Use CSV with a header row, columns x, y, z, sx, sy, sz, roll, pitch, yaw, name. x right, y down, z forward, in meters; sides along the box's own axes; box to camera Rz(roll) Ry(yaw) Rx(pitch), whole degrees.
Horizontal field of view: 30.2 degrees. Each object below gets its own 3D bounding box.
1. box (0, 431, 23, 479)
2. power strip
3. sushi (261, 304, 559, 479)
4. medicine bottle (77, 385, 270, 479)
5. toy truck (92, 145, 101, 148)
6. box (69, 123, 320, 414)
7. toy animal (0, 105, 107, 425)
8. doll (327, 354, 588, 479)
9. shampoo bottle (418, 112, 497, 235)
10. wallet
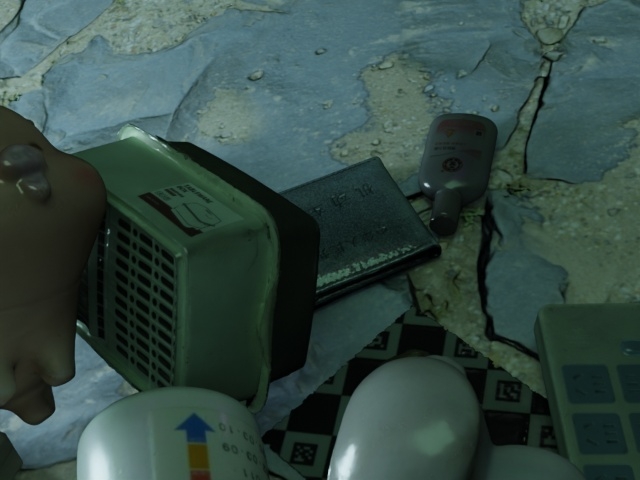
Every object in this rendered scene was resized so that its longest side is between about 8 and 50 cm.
x,y,z,sx,sy,sz,roll,pitch,yaw,name
-0.399,0.257,1.133,0.141,0.058,0.201,16,55,23,box
0.273,0.161,1.094,0.118,0.046,0.270,-2,48,-1,power strip
0.093,0.171,1.125,0.219,0.047,0.231,-39,54,-22,sushi
-0.113,0.279,0.985,0.170,0.170,0.293,-13,47,-1,medicine bottle
-0.239,-0.033,1.357,0.078,0.080,0.154,-42,41,19,toy truck
-0.138,0.025,1.162,0.166,0.220,0.290,-13,32,-36,box
-0.311,0.028,1.083,0.237,0.326,0.269,-21,71,-42,toy animal
0.119,0.208,0.951,0.221,0.251,0.221,-7,47,7,doll
0.151,-0.076,1.336,0.080,0.040,0.165,7,50,13,shampoo bottle
0.000,-0.002,1.302,0.222,0.036,0.167,-22,49,-9,wallet
